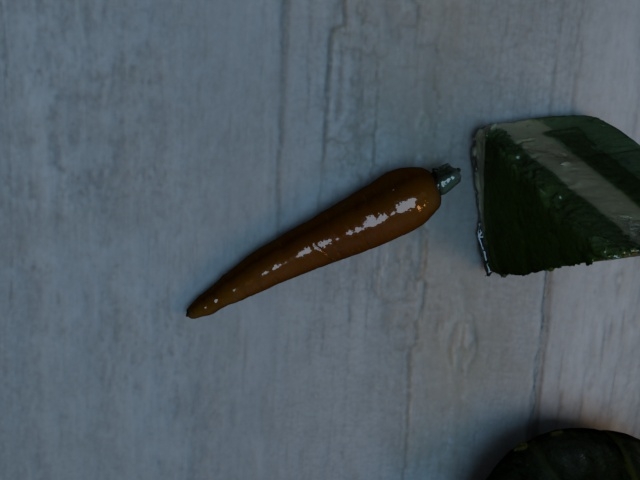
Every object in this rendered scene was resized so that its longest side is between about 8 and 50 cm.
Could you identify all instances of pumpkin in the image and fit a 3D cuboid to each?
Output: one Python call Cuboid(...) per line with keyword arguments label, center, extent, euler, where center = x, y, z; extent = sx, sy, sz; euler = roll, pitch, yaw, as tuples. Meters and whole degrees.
Cuboid(label="pumpkin", center=(0.312, 0.366, 0.965), extent=(0.301, 0.207, 0.300), euler=(0, 105, 0))

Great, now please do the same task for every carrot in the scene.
Cuboid(label="carrot", center=(0.000, 0.000, 0.902), extent=(0.336, 0.069, 0.069), euler=(-26, 107, 4))

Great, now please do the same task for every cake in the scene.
Cuboid(label="cake", center=(0.264, -0.056, 0.824), extent=(0.158, 0.283, 0.172), euler=(-11, 89, -7))
